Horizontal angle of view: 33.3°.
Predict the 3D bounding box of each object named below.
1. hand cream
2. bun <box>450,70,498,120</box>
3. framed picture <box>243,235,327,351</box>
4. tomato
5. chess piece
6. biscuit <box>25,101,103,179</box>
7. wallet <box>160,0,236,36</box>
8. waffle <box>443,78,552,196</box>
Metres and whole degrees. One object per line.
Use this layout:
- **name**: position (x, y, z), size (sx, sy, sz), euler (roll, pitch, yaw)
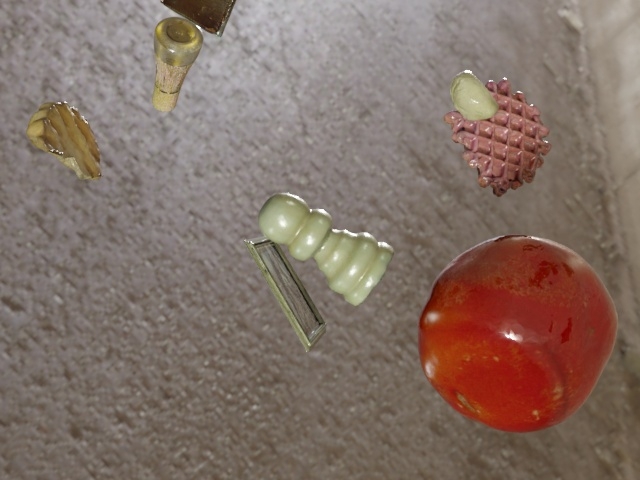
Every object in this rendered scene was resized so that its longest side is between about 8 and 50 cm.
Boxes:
- **hand cream**: position (-0.262, -0.299, 1.890), size (0.084, 0.203, 0.084), euler (8, 56, -12)
- **bun**: position (0.229, -0.216, 1.630), size (0.086, 0.055, 0.086), euler (51, 8, -10)
- **framed picture**: position (-0.057, 0.090, 2.024), size (0.232, 0.019, 0.296), euler (60, 6, 1)
- **tomato**: position (0.334, 0.157, 1.812), size (0.293, 0.290, 0.325), euler (-41, 118, -35)
- **chess piece**: position (0.000, 0.000, 1.933), size (0.243, 0.133, 0.133), euler (34, 30, -8)
- **biscuit**: position (-0.424, -0.165, 1.758), size (0.183, 0.061, 0.118), euler (40, 40, -63)
- **wallet**: position (-0.155, -0.435, 1.610), size (0.122, 0.232, 0.031), euler (32, 27, 11)
- **waffle**: position (0.352, -0.207, 2.073), size (0.234, 0.055, 0.221), euler (-33, 91, -35)
